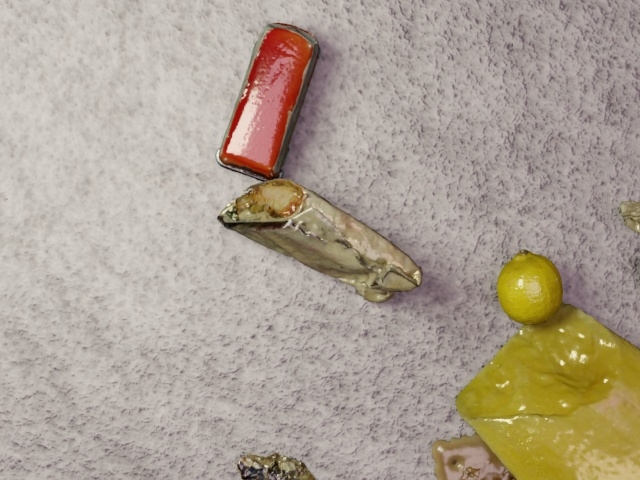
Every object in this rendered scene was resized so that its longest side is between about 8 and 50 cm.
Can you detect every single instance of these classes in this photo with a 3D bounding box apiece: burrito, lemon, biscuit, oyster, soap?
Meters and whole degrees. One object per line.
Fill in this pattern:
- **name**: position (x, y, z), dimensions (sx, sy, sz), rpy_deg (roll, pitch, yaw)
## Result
- **burrito**: position (0.618, -0.030, 1.507), dimensions (0.229, 0.063, 0.058), rpy_deg (6, 50, -8)
- **burrito**: position (0.002, -0.006, 1.438), dimensions (0.347, 0.175, 0.107), rpy_deg (28, 59, 0)
- **lemon**: position (0.349, 0.079, 1.472), dimensions (0.109, 0.109, 0.133), rpy_deg (-17, 98, -1)
- **biscuit**: position (0.361, 0.418, 1.503), dimensions (0.324, 0.044, 0.217), rpy_deg (-10, 91, -2)
- **oyster**: position (-0.068, 0.413, 1.491), dimensions (0.148, 0.051, 0.103), rpy_deg (1, 97, -11)
- **soap**: position (0.447, 0.308, 1.405), dimensions (0.427, 0.115, 0.306), rpy_deg (41, 78, 22)

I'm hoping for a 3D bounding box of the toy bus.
- **toy bus**: position (-0.082, -0.235, 1.459), dimensions (0.121, 0.120, 0.265), rpy_deg (19, 90, -2)
